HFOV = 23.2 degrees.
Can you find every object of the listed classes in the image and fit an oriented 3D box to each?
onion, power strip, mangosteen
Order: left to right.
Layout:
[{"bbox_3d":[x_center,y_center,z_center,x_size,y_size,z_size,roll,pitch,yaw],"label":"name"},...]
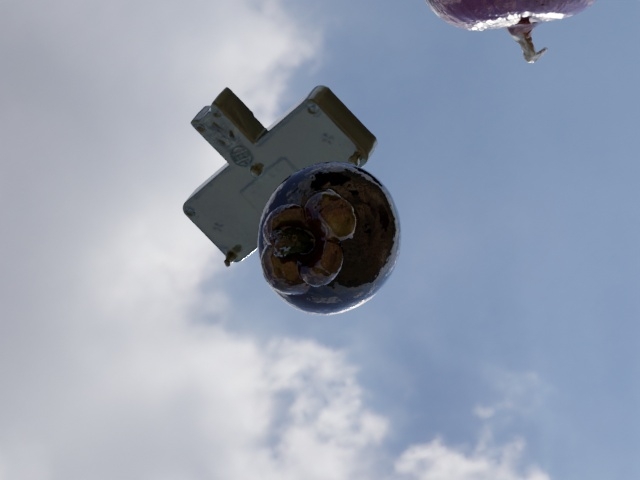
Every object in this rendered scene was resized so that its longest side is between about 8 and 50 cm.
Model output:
[{"bbox_3d":[-0.065,-0.081,1.554,0.145,0.215,0.061,46,-145,-8],"label":"power strip"},{"bbox_3d":[0.000,0.000,1.275,0.140,0.140,0.140,13,-116,-30],"label":"mangosteen"},{"bbox_3d":[0.218,-0.309,1.698,0.207,0.200,0.201,20,-119,-18],"label":"onion"}]
